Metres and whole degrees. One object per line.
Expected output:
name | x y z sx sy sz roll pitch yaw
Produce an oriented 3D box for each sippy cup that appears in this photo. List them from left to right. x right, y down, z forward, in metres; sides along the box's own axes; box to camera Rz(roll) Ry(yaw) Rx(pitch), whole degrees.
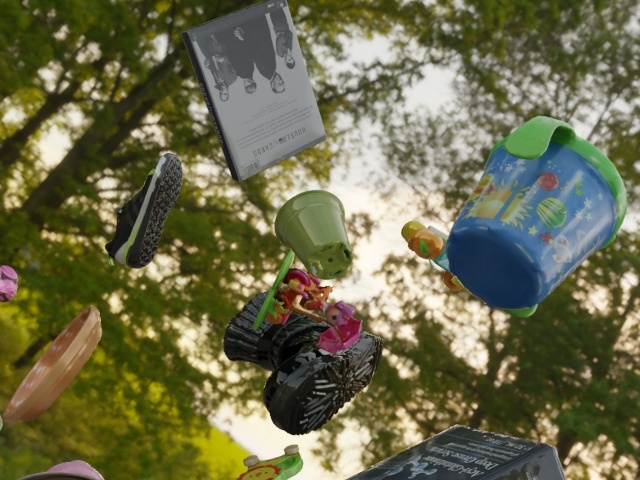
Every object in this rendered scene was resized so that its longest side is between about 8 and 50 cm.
sippy cup | 0.312 -0.020 1.251 0.240 0.224 0.305 -16 -66 53

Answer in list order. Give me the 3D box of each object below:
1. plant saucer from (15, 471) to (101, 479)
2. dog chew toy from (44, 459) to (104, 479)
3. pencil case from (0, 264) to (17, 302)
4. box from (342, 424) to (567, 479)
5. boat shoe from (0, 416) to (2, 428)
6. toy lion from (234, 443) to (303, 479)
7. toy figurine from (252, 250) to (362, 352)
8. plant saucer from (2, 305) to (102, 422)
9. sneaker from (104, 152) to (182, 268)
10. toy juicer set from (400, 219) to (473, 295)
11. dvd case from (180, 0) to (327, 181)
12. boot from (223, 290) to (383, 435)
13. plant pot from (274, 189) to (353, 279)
plant saucer | -0.229 0.279 0.731 0.168 0.168 0.029 39 6 -8
dog chew toy | -0.452 0.527 1.398 0.206 0.206 0.332 45 28 -29
pencil case | -0.727 0.075 1.719 0.098 0.095 0.209 8 -10 24
box | 0.158 0.470 1.269 0.212 0.395 0.293 70 -21 -1
boat shoe | -0.696 0.343 1.396 0.113 0.103 0.302 53 26 21
toy lion | -0.073 0.333 1.170 0.096 0.100 0.034 -119 -166 -81
toy figurine | -0.004 0.108 1.307 0.159 0.130 0.173 27 -44 2
plant saucer | -0.381 0.183 1.189 0.037 0.200 0.200 41 -15 -17
sneaker | -0.338 -0.062 1.523 0.097 0.235 0.084 18 -9 19
toy juicer set | 0.252 0.041 1.664 0.209 0.089 0.329 31 8 11
dvd case | -0.096 -0.234 1.265 0.029 0.179 0.239 15 -52 54
boot | -0.071 0.202 1.415 0.260 0.131 0.348 21 14 23
plant pot | 0.000 0.000 0.890 0.083 0.083 0.079 48 8 -39
